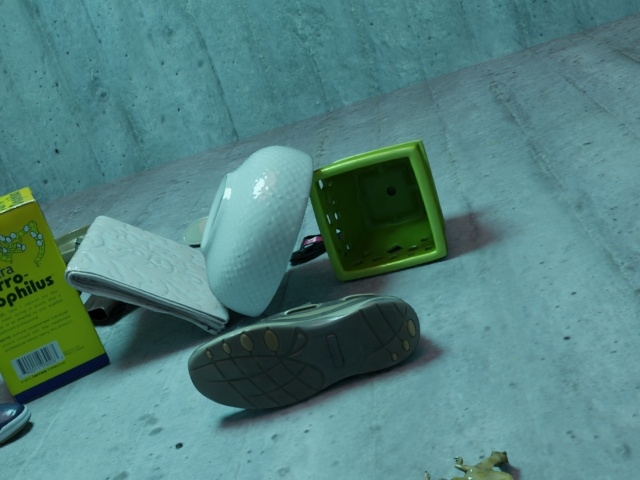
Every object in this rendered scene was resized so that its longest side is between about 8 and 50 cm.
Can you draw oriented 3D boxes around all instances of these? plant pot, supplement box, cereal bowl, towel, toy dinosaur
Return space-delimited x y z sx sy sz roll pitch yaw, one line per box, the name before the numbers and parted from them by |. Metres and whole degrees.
plant pot | 0.125 -0.074 1.712 0.228 0.227 0.207 -13 13 17
supplement box | -0.582 0.103 1.691 0.195 0.357 0.194 -25 19 -16
cereal bowl | -0.138 -0.029 1.648 0.141 0.339 0.339 18 13 -13
plant pot | -0.640 0.040 2.343 0.237 0.110 0.237 -17 17 5
towel | -0.336 0.065 1.753 0.317 0.053 0.332 21 15 -11
toy dinosaur | 0.160 0.271 0.920 0.092 0.053 0.183 -11 19 20

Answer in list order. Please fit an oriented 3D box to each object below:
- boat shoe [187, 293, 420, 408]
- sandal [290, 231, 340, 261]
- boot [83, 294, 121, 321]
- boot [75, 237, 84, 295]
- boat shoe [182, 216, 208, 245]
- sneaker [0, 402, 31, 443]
boat shoe | -0.025 0.167 1.337 0.355 0.132 0.130 -11 8 -2
sandal | 0.000 0.000 1.904 0.179 0.040 0.067 -25 19 -16
boot | -0.506 0.108 2.017 0.248 0.090 0.207 -8 30 44
boot | -0.583 0.099 2.042 0.208 0.076 0.189 -69 17 -8
boat shoe | -0.261 -0.032 2.278 0.206 0.075 0.065 -25 -25 0
sneaker | -0.663 0.300 1.523 0.282 0.153 0.099 -16 19 10
